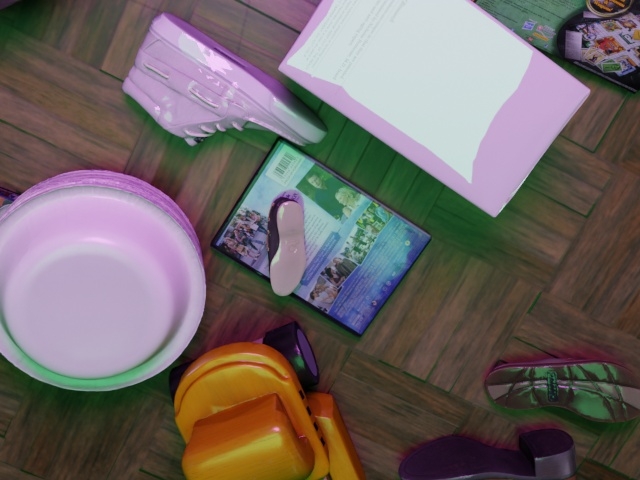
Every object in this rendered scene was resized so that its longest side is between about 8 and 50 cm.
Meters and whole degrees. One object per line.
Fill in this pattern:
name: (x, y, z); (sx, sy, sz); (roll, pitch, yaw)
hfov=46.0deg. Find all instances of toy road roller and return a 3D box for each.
toy road roller: (-0.075, 0.291, 1.005); (0.202, 0.240, 0.330); (-21, 105, 5)

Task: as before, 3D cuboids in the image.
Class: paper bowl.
paper bowl: (-0.289, 0.062, 0.966); (0.284, 0.148, 0.284); (-4, 108, -11)

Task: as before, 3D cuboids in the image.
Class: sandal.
sandal: (0.351, 0.209, 1.088); (0.219, 0.060, 0.090); (-2, 100, 15)

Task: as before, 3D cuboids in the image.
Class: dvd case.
dvd case: (0.000, 0.000, 1.040); (0.253, 0.022, 0.180); (32, 103, -9)

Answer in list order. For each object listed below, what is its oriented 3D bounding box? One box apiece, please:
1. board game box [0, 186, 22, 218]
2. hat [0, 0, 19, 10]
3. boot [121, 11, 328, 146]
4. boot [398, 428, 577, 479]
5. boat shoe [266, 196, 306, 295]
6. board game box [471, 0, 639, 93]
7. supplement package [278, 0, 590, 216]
board game box: (-0.516, -0.015, 1.017); (0.243, 0.042, 0.165); (20, 104, -6)
hat: (-0.377, -0.413, 0.863); (0.331, 0.134, 0.332); (5, 105, 18)
boot: (-0.124, -0.169, 0.965); (0.258, 0.095, 0.123); (34, 108, -1)
boot: (0.260, 0.427, 1.145); (0.264, 0.096, 0.281); (-10, 113, -6)
boat shoe: (-0.047, 0.008, 1.010); (0.048, 0.042, 0.133); (-3, 107, -21)
board game box: (0.321, -0.273, 0.907); (0.259, 0.030, 0.136); (20, 149, -15)
supplement package: (0.121, -0.191, 0.872); (0.293, 0.177, 0.175); (33, 103, -9)
